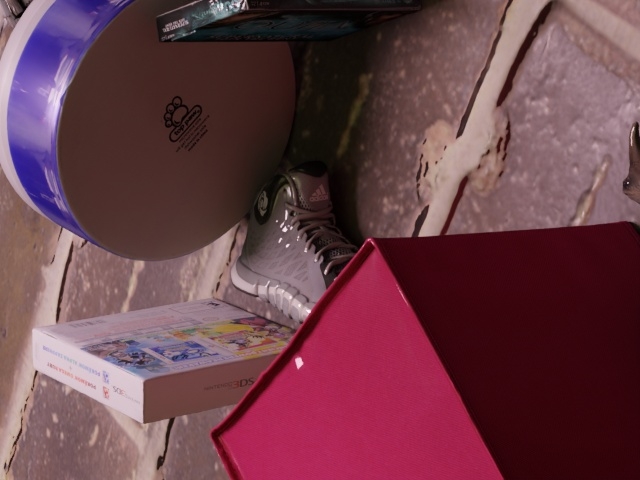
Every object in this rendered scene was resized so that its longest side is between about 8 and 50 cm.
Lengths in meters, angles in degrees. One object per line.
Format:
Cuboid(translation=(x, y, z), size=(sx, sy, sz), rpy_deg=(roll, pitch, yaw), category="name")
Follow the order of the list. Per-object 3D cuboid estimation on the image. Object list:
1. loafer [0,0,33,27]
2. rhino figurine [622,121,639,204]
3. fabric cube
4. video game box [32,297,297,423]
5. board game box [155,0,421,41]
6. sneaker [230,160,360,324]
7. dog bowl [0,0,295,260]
Cuboid(translation=(-0.340, -0.320, 1.911), size=(0.096, 0.084, 0.268), rpy_deg=(-25, 74, 49), category="loafer")
Cuboid(translation=(0.278, 0.010, 1.195), size=(0.243, 0.073, 0.106), rpy_deg=(62, 139, 29), category="rhino figurine")
Cuboid(translation=(0.123, 0.162, 1.252), size=(0.259, 0.258, 0.254), rpy_deg=(-51, 56, 40), category="fabric cube")
Cuboid(translation=(-0.127, 0.105, 1.595), size=(0.187, 0.205, 0.048), rpy_deg=(15, 108, 50), category="video game box")
Cuboid(translation=(-0.026, -0.189, 1.458), size=(0.126, 0.186, 0.026), rpy_deg=(-11, 87, 51), category="board game box")
Cuboid(translation=(0.000, 0.000, 1.526), size=(0.228, 0.086, 0.132), rpy_deg=(19, 105, 49), category="sneaker")
Cuboid(translation=(-0.152, -0.119, 1.558), size=(0.104, 0.265, 0.265), rpy_deg=(27, 114, 43), category="dog bowl")
